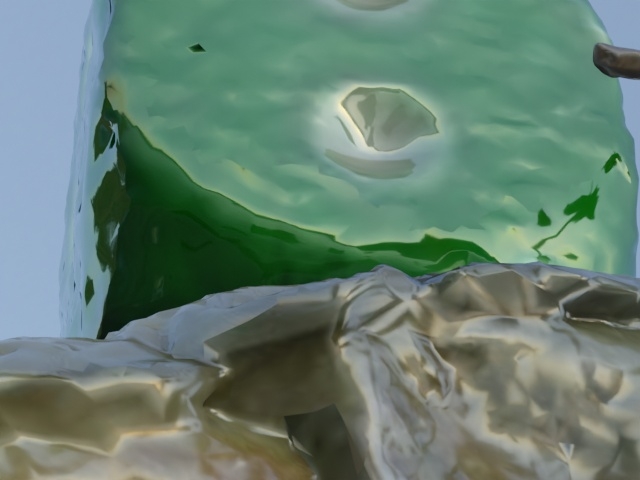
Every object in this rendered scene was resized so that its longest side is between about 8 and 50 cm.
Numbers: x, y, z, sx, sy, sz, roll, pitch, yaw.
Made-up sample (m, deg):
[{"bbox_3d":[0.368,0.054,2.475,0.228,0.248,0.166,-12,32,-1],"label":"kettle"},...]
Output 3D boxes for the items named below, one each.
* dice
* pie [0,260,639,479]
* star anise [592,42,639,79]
[{"bbox_3d":[0.000,0.000,1.064,0.287,0.300,0.297,3,-42,-7],"label":"dice"},{"bbox_3d":[0.038,0.142,0.336,0.337,0.337,0.075,35,-40,-1],"label":"pie"},{"bbox_3d":[0.250,-0.150,0.839,0.218,0.227,0.148,-10,-69,34],"label":"star anise"}]
